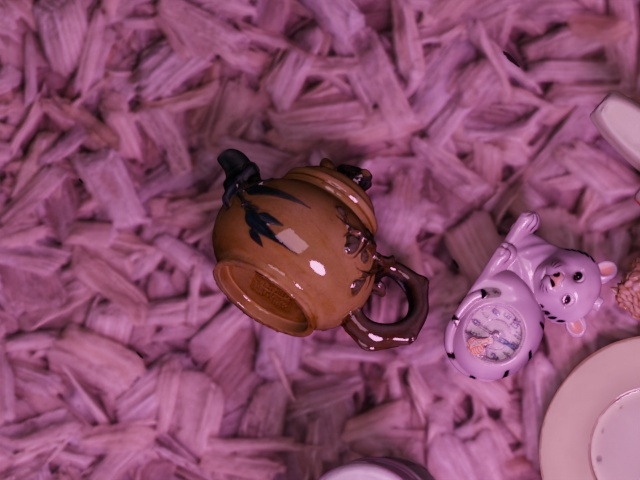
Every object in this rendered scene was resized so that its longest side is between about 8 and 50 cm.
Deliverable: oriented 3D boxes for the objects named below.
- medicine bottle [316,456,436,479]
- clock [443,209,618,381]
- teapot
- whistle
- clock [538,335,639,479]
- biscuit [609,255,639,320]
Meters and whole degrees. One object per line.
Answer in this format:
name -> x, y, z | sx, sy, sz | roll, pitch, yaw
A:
medicine bottle -> 0.055, 0.276, 1.545 | 0.135, 0.168, 0.135 | -1, 82, 11
clock -> 0.207, 0.071, 1.586 | 0.117, 0.080, 0.176 | 34, 89, 13
teapot -> 0.000, 0.000, 1.608 | 0.269, 0.173, 0.182 | 32, 65, 4
whistle -> 0.369, -0.051, 1.556 | 0.253, 0.106, 0.102 | 41, 64, 7
clock -> 0.333, 0.211, 1.570 | 0.235, 0.029, 0.234 | -2, 81, 10
biscuit -> 0.370, 0.070, 1.546 | 0.168, 0.070, 0.082 | 38, 67, 15
